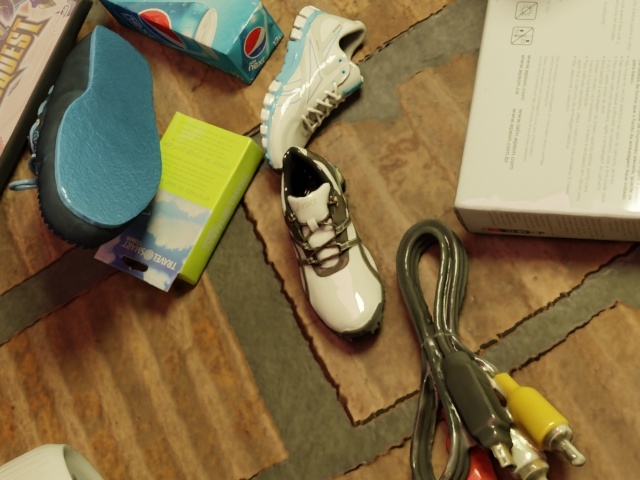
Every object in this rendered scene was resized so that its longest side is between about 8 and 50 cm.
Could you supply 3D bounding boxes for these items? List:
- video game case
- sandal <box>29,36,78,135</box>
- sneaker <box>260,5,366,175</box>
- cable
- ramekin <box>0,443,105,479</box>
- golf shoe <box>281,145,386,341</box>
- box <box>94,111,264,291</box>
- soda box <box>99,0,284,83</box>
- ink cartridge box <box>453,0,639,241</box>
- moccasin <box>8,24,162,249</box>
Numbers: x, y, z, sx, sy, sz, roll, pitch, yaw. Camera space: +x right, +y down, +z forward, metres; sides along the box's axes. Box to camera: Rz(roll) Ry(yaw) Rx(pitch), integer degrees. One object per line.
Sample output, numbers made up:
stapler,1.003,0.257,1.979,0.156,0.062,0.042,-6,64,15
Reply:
video game case,-0.425,-0.200,1.323,0.248,0.035,0.275,26,90,11
sandal,-0.344,-0.189,1.356,0.072,0.049,0.180,20,76,28
sneaker,-0.002,-0.153,1.191,0.082,0.071,0.191,10,72,20
cable,0.122,0.118,1.044,0.139,0.072,0.287,-40,45,21
ramekin,-0.223,0.275,1.018,0.109,0.207,0.207,-35,59,-5
golf shoe,0.000,0.000,1.107,0.077,0.094,0.198,-25,62,9
box,-0.145,-0.037,1.210,0.109,0.042,0.178,22,78,30
soda box,-0.147,-0.250,1.292,0.210,0.067,0.071,28,80,30
ink cartridge box,0.307,-0.155,1.064,0.330,0.071,0.324,5,69,21
moccasin,-0.235,-0.090,1.205,0.117,0.137,0.342,-40,25,23
